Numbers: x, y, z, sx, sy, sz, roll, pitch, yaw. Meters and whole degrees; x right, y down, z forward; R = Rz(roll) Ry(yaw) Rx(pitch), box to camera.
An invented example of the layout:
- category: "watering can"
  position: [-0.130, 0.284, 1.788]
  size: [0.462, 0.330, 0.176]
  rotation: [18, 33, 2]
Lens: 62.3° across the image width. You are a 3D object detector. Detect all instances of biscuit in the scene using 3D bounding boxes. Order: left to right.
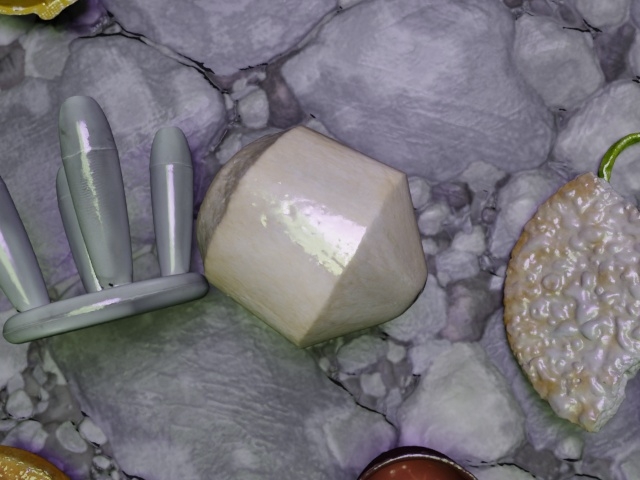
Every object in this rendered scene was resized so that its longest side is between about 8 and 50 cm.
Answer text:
- category: "biscuit"
  position: [0.283, 0.058, 0.541]
  size: [0.188, 0.040, 0.266]
  rotation: [4, 82, 38]

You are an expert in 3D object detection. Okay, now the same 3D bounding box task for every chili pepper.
- category: "chili pepper"
  position: [0.337, -0.094, 0.596]
  size: [0.030, 0.017, 0.083]
  rotation: [35, 92, 5]

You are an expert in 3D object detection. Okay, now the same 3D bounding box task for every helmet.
- category: "helmet"
  position: [0.102, 0.286, 0.542]
  size: [0.155, 0.106, 0.175]
  rotation: [-32, 86, 4]

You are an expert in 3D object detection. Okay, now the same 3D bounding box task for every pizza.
- category: "pizza"
  position: [-0.333, 0.315, 0.604]
  size: [0.134, 0.046, 0.175]
  rotation: [-37, 84, 0]

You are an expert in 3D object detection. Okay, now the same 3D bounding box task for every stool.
- category: "stool"
  position: [-0.227, -0.013, 0.542]
  size: [0.195, 0.195, 0.199]
  rotation: [-13, 86, 17]

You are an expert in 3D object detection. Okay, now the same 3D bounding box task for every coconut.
- category: "coconut"
  position: [0.000, 0.000, 0.527]
  size: [0.222, 0.202, 0.202]
  rotation: [32, 89, 9]

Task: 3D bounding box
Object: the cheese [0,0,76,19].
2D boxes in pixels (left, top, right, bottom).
- category: "cheese"
  position: [-0.372, -0.376, 0.644]
  size: [0.177, 0.069, 0.270]
  rotation: [-38, 78, -2]
